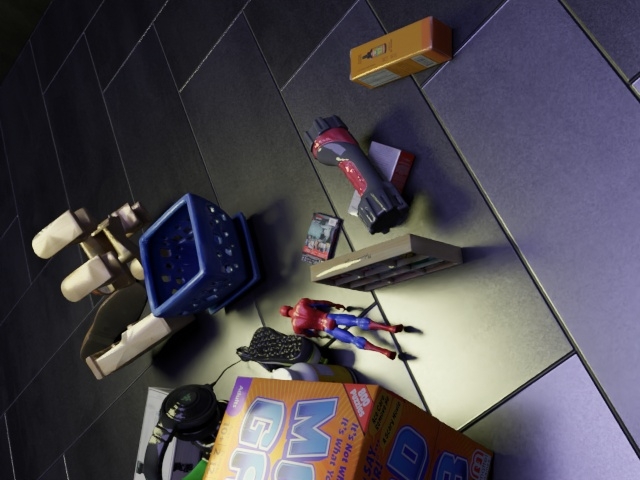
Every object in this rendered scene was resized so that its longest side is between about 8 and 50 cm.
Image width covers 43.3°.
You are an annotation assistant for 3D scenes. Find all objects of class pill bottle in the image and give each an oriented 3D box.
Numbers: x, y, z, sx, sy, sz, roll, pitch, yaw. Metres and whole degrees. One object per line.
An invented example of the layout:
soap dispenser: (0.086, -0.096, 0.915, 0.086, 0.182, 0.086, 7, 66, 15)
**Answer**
pill bottle: (-0.016, 0.311, 1.706, 0.103, 0.184, 0.103, -12, 73, 44)

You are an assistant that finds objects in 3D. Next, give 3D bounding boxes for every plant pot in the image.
plant pot: (-0.294, 0.051, 2.028, 0.236, 0.212, 0.235, -37, 57, 34)

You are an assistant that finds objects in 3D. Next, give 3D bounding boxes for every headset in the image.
headset: (-0.253, 0.430, 1.907, 0.185, 0.243, 0.394, 17, 70, 32)

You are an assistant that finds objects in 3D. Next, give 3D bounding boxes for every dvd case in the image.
dvd case: (0.000, 0.000, 1.883, 0.087, 0.013, 0.119, 17, 95, 46)

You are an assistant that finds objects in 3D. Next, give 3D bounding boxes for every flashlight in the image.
flashlight: (0.067, -0.138, 1.709, 0.304, 0.103, 0.103, 61, 150, 35)

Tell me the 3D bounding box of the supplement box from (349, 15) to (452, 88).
supplement box: (0.171, -0.404, 1.753, 0.234, 0.080, 0.077, -10, 73, 42)

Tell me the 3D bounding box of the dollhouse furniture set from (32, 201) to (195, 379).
dollhouse furniture set: (-0.564, 0.126, 2.166, 0.257, 0.362, 0.394, -35, 87, 16)

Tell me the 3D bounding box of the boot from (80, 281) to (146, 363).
boot: (-0.624, 0.225, 2.413, 0.305, 0.112, 0.115, -52, 26, 17)

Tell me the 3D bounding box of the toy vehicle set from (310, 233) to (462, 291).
toy vehicle set: (0.130, 0.049, 1.628, 0.267, 0.166, 0.035, -20, 67, 42)

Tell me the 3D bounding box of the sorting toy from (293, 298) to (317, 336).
sorting toy: (-0.038, 0.173, 1.865, 0.075, 0.045, 0.083, 42, 112, 50)

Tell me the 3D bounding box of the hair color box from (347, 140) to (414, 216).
hair color box: (0.131, -0.121, 1.748, 0.093, 0.053, 0.167, 26, 99, 46)

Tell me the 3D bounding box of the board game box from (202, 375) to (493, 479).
board game box: (0.032, 0.475, 1.433, 0.357, 0.356, 0.356, -6, 58, 45)

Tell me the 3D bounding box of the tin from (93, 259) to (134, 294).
tin: (-0.604, 0.084, 2.371, 0.040, 0.189, 0.106, 7, 130, 40)

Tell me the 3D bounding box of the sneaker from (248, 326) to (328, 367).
sneaker: (-0.074, 0.260, 1.838, 0.235, 0.097, 0.084, 7, 68, 52)

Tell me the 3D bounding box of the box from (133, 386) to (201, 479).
box: (-0.393, 0.540, 2.110, 0.169, 0.087, 0.289, 5, 85, 46)

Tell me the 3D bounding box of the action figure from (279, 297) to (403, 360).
action figure: (0.048, 0.186, 1.751, 0.281, 0.139, 0.091, 14, 88, 24)
